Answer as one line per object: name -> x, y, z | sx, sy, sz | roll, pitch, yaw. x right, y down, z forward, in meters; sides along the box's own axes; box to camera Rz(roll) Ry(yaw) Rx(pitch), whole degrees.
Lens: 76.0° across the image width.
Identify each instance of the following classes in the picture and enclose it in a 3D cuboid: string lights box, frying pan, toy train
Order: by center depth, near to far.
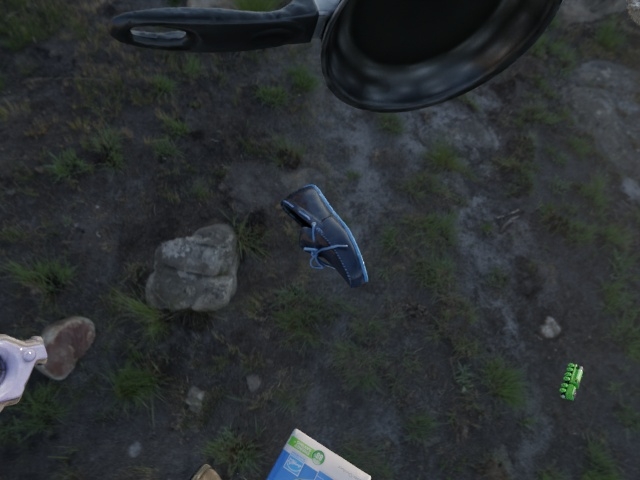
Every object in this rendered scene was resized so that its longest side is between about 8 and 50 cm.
frying pan -> 0.031, -0.162, 0.343 | 0.327, 0.197, 0.053 | -12, 74, 3
string lights box -> -0.049, 0.425, 0.577 | 0.134, 0.076, 0.259 | 28, 62, 10
toy train -> 0.418, 0.233, 0.679 | 0.083, 0.024, 0.017 | -33, 111, -42

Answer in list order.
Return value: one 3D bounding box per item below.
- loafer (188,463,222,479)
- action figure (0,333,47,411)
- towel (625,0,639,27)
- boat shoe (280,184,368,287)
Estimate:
loafer -> -0.118, 0.290, 0.445 | 0.061, 0.170, 0.062 | 29, 60, 15
action figure -> -0.445, 0.163, 0.326 | 0.179, 0.341, 0.329 | 4, 78, 22
towel -> 0.386, -0.141, 0.350 | 0.187, 0.049, 0.282 | 26, 43, -8
boat shoe -> 0.000, 0.000, 0.766 | 0.089, 0.108, 0.258 | -22, 43, -12
